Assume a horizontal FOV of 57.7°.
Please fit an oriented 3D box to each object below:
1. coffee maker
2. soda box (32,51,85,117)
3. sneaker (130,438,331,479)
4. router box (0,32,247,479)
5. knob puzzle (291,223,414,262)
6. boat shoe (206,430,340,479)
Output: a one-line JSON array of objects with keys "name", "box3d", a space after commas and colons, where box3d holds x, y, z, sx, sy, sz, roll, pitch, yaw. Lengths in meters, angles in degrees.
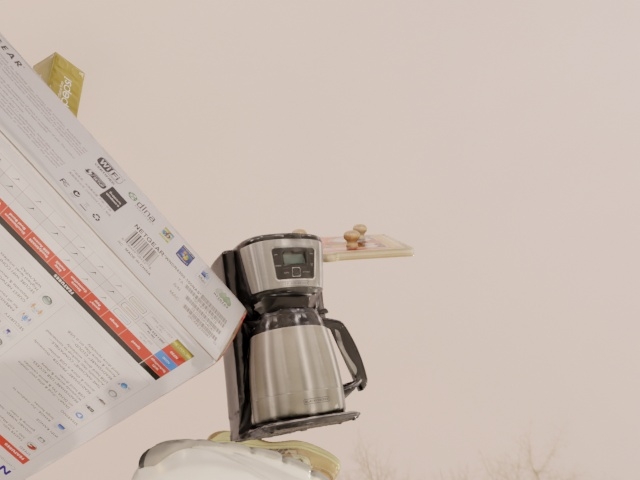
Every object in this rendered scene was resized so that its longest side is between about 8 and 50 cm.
[{"name": "coffee maker", "box3d": [-0.053, 0.098, 0.568, 0.171, 0.120, 0.178, -24, -114, 35]}, {"name": "soda box", "box3d": [-0.431, -0.209, 0.928, 0.058, 0.181, 0.061, -20, -33, 24]}, {"name": "sneaker", "box3d": [-0.022, 0.248, 0.373, 0.111, 0.129, 0.297, -23, -69, 30]}, {"name": "router box", "box3d": [-0.287, 0.029, 0.506, 0.301, 0.082, 0.335, -33, -75, 24]}, {"name": "knob puzzle", "box3d": [0.000, 0.000, 0.720, 0.213, 0.213, 0.030, -3, -83, -2]}, {"name": "boat shoe", "box3d": [-0.097, 0.464, 1.179, 0.285, 0.089, 0.104, 12, -55, -10]}]
